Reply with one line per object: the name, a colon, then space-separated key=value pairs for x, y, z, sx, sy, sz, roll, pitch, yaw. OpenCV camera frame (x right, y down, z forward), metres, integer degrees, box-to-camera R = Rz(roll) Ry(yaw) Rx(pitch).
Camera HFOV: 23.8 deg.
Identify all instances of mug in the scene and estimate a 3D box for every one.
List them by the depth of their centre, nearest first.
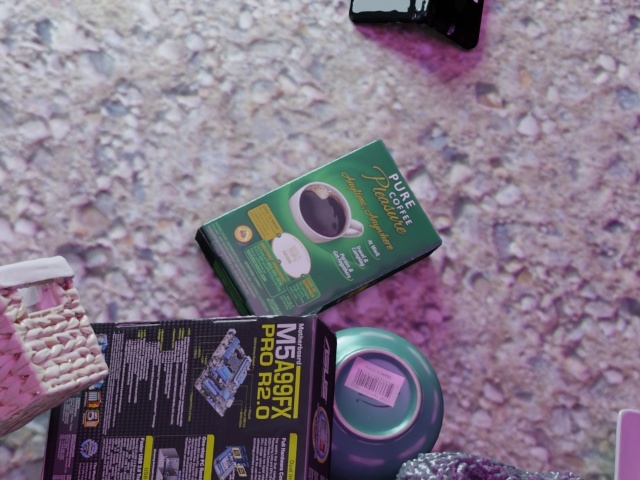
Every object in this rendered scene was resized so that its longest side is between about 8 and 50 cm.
mug: x=0.022 y=0.140 z=1.220 sx=0.158 sy=0.097 sz=0.129 roll=-21 pitch=76 yaw=-19

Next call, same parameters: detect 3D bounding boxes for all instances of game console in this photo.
game console: x=0.095 y=-0.244 z=1.426 sx=0.107 sy=0.071 sz=0.122 roll=25 pitch=64 yaw=-35

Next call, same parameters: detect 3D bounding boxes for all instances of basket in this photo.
basket: x=-0.257 y=0.096 z=1.134 sx=0.167 sy=0.113 sz=0.103 roll=-29 pitch=84 yaw=21

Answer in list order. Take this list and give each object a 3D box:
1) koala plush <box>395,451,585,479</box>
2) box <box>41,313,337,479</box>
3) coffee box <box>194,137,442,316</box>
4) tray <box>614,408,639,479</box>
koala plush: x=0.140 y=0.295 z=1.114 sx=0.203 sy=0.196 sz=0.221 roll=7 pitch=58 yaw=-3
box: x=-0.103 y=0.193 z=1.145 sx=0.216 sy=0.060 sz=0.270 roll=-4 pitch=68 yaw=16
coffee box: x=0.000 y=0.000 z=1.298 sx=0.184 sy=0.040 sz=0.113 roll=-28 pitch=79 yaw=-20
tray: x=0.296 y=0.277 z=1.216 sx=0.145 sy=0.030 sz=0.270 roll=11 pitch=68 yaw=-8
